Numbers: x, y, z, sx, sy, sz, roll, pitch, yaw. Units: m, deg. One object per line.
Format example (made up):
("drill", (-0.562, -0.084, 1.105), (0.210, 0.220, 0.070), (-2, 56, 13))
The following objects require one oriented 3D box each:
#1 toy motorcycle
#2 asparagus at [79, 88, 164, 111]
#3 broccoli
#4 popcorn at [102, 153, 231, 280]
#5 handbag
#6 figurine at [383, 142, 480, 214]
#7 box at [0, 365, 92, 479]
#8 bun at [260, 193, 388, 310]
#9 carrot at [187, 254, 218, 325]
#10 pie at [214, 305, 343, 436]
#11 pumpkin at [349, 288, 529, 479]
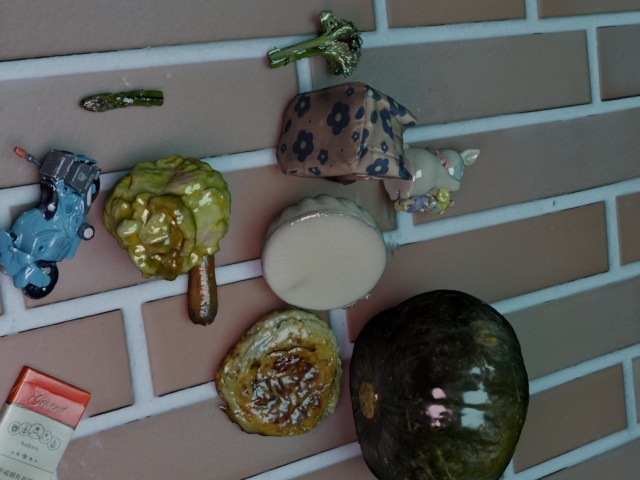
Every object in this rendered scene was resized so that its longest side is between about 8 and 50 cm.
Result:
("toy motorcycle", (-0.487, -0.039, 1.738), (0.182, 0.123, 0.272), (35, 76, -52))
("asparagus", (-0.369, -0.259, 1.843), (0.165, 0.030, 0.036), (-13, 111, -32))
("broccoli", (-0.013, -0.391, 2.038), (0.204, 0.118, 0.122), (-12, 131, -16))
("popcorn", (-0.278, -0.037, 1.801), (0.259, 0.259, 0.212), (-33, 135, -27))
("handbag", (0.061, -0.203, 2.005), (0.193, 0.251, 0.190), (20, 75, -42))
("figurine", (0.260, -0.140, 2.209), (0.235, 0.127, 0.155), (-4, 77, -36))
("box", (-0.524, 0.362, 1.780), (0.139, 0.035, 0.245), (30, 77, -30))
("bun", (0.000, 0.000, 2.030), (0.263, 0.175, 0.263), (-5, 128, -6))
("carrot", (-0.231, 0.074, 1.942), (0.060, 0.060, 0.186), (1, 88, -33))
("pie", (-0.071, 0.270, 2.025), (0.308, 0.085, 0.308), (-10, 113, -24))
("pumpkin", (0.248, 0.320, 2.051), (0.343, 0.454, 0.455), (4, 91, -17))
